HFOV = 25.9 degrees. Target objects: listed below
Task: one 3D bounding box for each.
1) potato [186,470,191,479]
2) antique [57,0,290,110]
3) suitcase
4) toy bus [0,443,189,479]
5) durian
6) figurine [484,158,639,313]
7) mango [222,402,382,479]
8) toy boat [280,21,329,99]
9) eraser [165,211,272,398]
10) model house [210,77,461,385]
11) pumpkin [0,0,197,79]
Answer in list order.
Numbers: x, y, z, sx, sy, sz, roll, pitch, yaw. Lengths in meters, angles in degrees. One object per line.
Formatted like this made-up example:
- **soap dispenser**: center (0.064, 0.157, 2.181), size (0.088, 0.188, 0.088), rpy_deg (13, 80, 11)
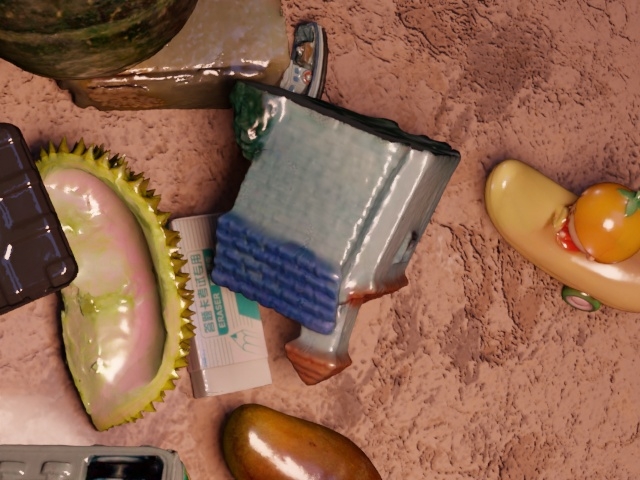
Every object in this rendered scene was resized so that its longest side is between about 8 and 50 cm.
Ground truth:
- **potato**: center (-0.190, 0.291, 1.671), size (0.068, 0.062, 0.083), rpy_deg (-50, 128, -52)
- **antique**: center (-0.189, -0.236, 1.740), size (0.284, 0.150, 0.125), rpy_deg (-5, 78, -16)
- **suitcase**: center (-0.439, 0.007, 1.571), size (0.285, 0.066, 0.206), rpy_deg (-23, 90, -8)
- **toy bus**: center (-0.303, 0.329, 1.486), size (0.343, 0.199, 0.184), rpy_deg (1, 53, 7)
- **durian**: center (-0.245, 0.043, 1.646), size (0.169, 0.158, 0.352), rpy_deg (-17, 91, -20)
- **figurine**: center (0.366, -0.008, 1.880), size (0.324, 0.222, 0.124), rpy_deg (33, 72, -15)
- **mango**: center (-0.011, 0.293, 1.720), size (0.267, 0.111, 0.133), rpy_deg (40, 83, -14)
- **toy boat**: center (-0.028, -0.223, 1.836), size (0.066, 0.059, 0.140), rpy_deg (13, 77, -35)
- **eraser**: center (-0.129, 0.079, 1.742), size (0.095, 0.052, 0.225), rpy_deg (-9, 84, -27)
- **model house**: center (0.000, 0.000, 1.719), size (0.251, 0.295, 0.329), rpy_deg (19, 97, 15)
- **pumpkin**: center (-0.301, -0.386, 1.482), size (0.343, 0.454, 0.455), rpy_deg (-17, 87, -11)
